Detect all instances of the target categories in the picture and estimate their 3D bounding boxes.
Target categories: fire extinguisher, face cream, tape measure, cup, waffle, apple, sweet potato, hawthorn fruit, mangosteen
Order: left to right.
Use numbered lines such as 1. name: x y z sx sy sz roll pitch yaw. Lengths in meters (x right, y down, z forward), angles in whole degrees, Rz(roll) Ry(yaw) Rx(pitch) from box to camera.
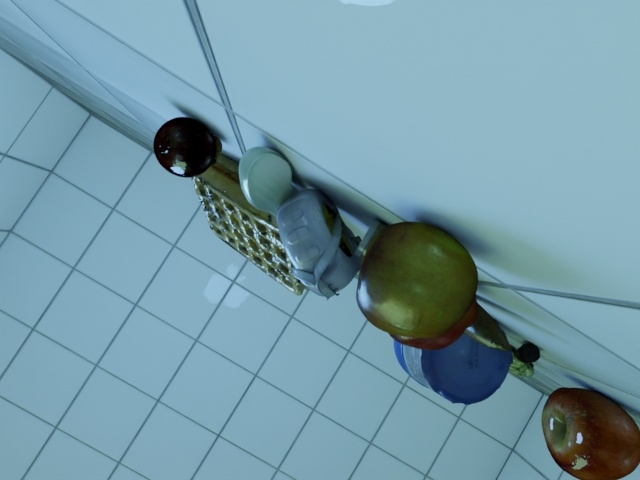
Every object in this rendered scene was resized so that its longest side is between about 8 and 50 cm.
1. mangosteen: -0.264 -0.188 0.857 0.140 0.140 0.140 31 176 3
2. waffle: -0.157 -0.043 1.063 0.376 0.114 0.260 31 149 30
3. tape measure: 0.000 0.000 0.779 0.197 0.120 0.236 63 -163 -1
4. cup: 0.120 0.020 0.743 0.099 0.074 0.102 31 176 7
5. apple: 0.127 0.059 0.562 0.147 0.163 0.146 19 -145 14
6. hawthorn fruit: 0.205 0.124 0.791 0.173 0.172 0.173 31 176 3
7. sweet potato: 0.259 0.116 0.914 0.346 0.079 0.108 37 171 20
8. face cream: 0.347 0.293 1.129 0.249 0.248 0.225 32 175 -4
9. waffle: 0.606 0.388 1.528 0.317 0.073 0.297 36 173 -10
10. fire extinguisher: 0.566 0.310 1.141 0.062 0.050 0.177 -11 160 18
11. apple: 0.780 0.563 1.214 0.207 0.251 0.272 14 161 0

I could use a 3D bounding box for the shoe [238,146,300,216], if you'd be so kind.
1. shoe: -0.112 -0.113 0.770 0.110 0.095 0.265 40 175 17
